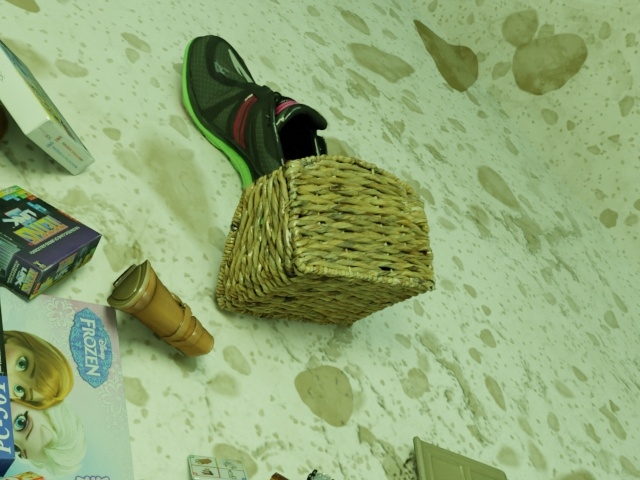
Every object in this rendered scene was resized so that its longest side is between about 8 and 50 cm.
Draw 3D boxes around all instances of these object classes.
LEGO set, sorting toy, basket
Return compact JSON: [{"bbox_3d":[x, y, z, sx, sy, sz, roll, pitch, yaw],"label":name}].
[{"bbox_3d":[-0.042,0.349,1.028,0.244,0.060,0.182,12,17,-21],"label":"LEGO set"},{"bbox_3d":[0.234,0.466,1.249,0.229,0.041,0.307,29,36,-28],"label":"sorting toy"},{"bbox_3d":[0.000,0.000,1.303,0.299,0.223,0.214,10,64,-38],"label":"basket"}]

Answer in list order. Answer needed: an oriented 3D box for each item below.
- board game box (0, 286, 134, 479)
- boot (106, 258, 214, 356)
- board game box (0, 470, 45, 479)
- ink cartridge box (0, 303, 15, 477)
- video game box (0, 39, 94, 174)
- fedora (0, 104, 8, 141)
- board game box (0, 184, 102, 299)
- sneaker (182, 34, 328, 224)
[{"bbox_3d":[-0.366,0.190,0.894,0.317,0.066,0.319,15,43,-37],"label":"board game box"},{"bbox_3d":[-0.202,0.100,1.088,0.152,0.073,0.197,46,-6,-12],"label":"boot"},{"bbox_3d":[-0.340,0.302,0.730,0.193,0.045,0.147,-5,90,-38],"label":"board game box"},{"bbox_3d":[-0.374,0.138,0.839,0.097,0.046,0.207,10,46,-37],"label":"ink cartridge box"},{"bbox_3d":[-0.428,-0.207,1.195,0.205,0.048,0.187,52,-7,13],"label":"video game box"},{"bbox_3d":[-0.528,-0.209,1.154,0.194,0.079,0.194,27,37,-22],"label":"fedora"},{"bbox_3d":[-0.380,-0.003,1.047,0.141,0.048,0.170,29,18,1],"label":"board game box"},{"bbox_3d":[-0.088,-0.204,1.496,0.185,0.202,0.483,-7,58,-50],"label":"sneaker"}]
